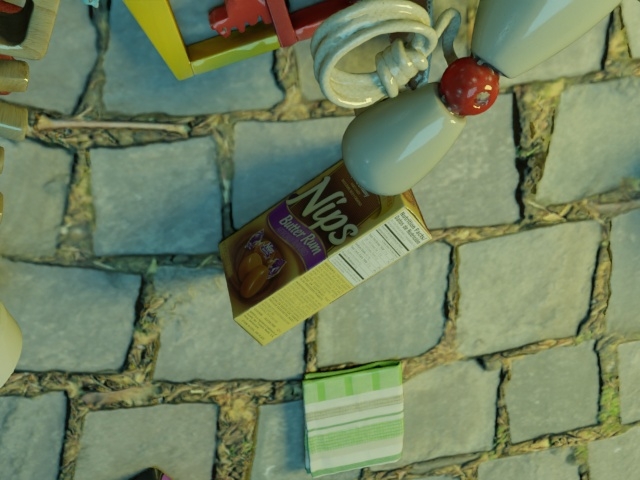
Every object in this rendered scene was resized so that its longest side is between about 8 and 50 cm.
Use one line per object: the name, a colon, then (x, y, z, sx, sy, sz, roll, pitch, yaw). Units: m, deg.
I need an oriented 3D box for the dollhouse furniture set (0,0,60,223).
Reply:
dollhouse furniture set: (-0.251, -0.217, 0.799, 0.152, 0.201, 0.374, 9, 132, -21)

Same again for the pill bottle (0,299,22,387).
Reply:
pill bottle: (-0.371, 0.012, 0.970, 0.169, 0.169, 0.301, -23, 130, 6)

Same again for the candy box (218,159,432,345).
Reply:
candy box: (0.000, 0.000, 1.089, 0.186, 0.109, 0.053, -33, 129, 13)

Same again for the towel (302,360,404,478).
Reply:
towel: (0.036, 0.194, 1.319, 0.113, 0.023, 0.152, -10, 128, -9)

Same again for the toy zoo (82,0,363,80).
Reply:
toy zoo: (-0.047, -0.237, 0.933, 0.293, 0.030, 0.192, -18, 131, 1)

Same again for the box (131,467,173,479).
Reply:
box: (-0.235, 0.403, 1.340, 0.270, 0.143, 0.165, -32, 128, 14)

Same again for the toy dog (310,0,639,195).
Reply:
toy dog: (0.132, -0.197, 0.925, 0.333, 0.161, 0.220, -29, 141, 4)
